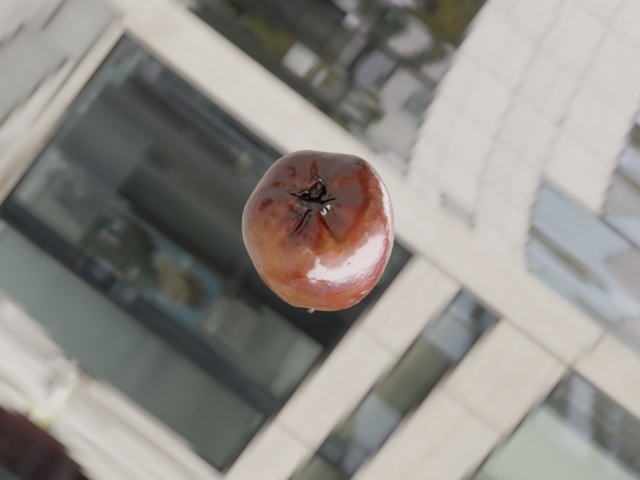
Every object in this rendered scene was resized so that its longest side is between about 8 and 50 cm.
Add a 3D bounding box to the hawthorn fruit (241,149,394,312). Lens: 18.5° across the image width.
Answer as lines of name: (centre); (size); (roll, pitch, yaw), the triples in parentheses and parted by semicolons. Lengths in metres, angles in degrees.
hawthorn fruit: (0.000, 0.000, 1.034); (0.081, 0.081, 0.093); (-55, 161, -22)
